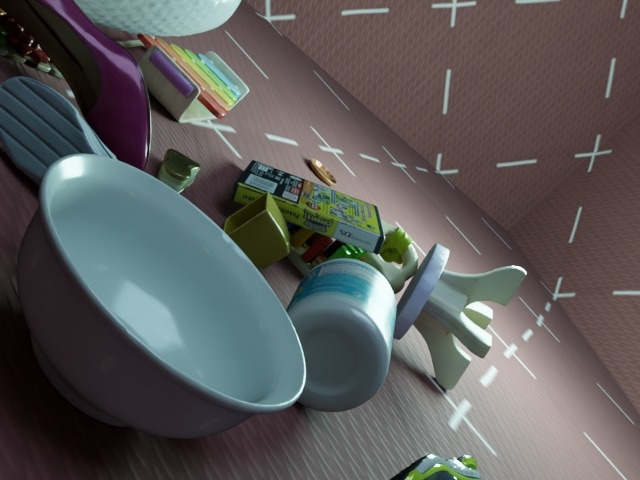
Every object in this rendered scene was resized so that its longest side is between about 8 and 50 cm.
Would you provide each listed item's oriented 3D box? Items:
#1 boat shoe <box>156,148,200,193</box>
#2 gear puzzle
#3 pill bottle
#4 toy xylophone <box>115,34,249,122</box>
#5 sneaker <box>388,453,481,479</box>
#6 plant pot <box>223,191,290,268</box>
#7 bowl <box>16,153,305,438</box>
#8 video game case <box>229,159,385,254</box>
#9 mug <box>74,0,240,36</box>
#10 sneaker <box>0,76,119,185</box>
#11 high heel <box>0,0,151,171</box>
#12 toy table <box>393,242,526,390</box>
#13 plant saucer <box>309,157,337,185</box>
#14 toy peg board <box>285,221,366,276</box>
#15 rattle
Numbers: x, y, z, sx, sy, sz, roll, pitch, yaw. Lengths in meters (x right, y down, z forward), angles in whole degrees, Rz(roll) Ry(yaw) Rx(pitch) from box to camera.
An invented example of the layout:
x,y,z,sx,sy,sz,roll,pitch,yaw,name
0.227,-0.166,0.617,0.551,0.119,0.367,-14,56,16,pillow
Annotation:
x,y,z,sx,sy,sz,roll,pitch,yaw,name
-0.211,-0.096,1.265,0.056,0.048,0.153,30,12,-12,boat shoe
-0.454,-0.319,1.175,0.175,0.044,0.339,53,17,22,gear puzzle
0.026,0.111,1.155,0.146,0.146,0.264,45,15,-4,pill bottle
-0.256,-0.308,1.592,0.236,0.081,0.323,44,15,-7,toy xylophone
0.138,0.322,1.001,0.300,0.111,0.121,16,37,-57,sneaker
-0.088,-0.008,1.290,0.083,0.081,0.081,53,12,-20,plant pot
-0.163,0.073,0.784,0.298,0.134,0.298,42,16,-15,bowl
-0.017,-0.063,1.468,0.248,0.035,0.275,20,12,-3,video game case
-0.324,-0.471,1.439,0.328,0.374,0.276,10,81,-42,mug
-0.276,-0.076,0.990,0.258,0.094,0.091,48,-10,8,sneaker
-0.358,-0.249,1.137,0.181,0.127,0.377,-20,84,-40,high heel
0.228,0.119,1.524,0.161,0.252,0.274,31,26,5,toy table
0.004,-0.157,2.011,0.083,0.013,0.083,41,16,-15,plant saucer
0.000,0.000,1.489,0.160,0.079,0.161,49,15,12,toy peg board
0.095,0.067,1.595,0.130,0.142,0.200,39,40,-32,rattle
